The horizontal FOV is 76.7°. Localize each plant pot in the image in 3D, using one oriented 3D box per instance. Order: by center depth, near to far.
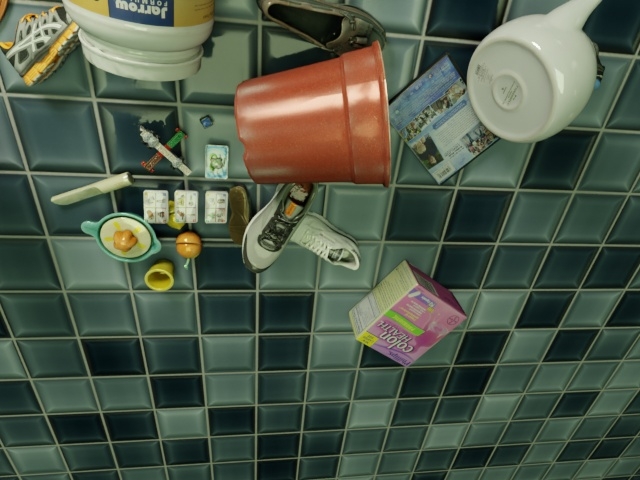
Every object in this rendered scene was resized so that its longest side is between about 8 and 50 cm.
[{"bbox_3d":[-0.011,-0.223,0.792,0.266,0.272,0.272,-6,122,5],"label":"plant pot"}]

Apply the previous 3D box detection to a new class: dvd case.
[{"bbox_3d":[0.282,-0.268,0.931,0.180,0.022,0.253,-39,118,15],"label":"dvd case"}]

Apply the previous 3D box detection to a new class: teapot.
[{"bbox_3d":[0.437,-0.327,0.806,0.187,0.256,0.252,-31,107,-15],"label":"teapot"}]

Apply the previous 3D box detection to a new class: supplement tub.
[{"bbox_3d":[-0.274,-0.435,0.614,0.229,0.228,0.316,7,132,-12],"label":"supplement tub"}]

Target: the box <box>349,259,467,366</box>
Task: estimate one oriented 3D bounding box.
[{"bbox_3d":[0.247,0.215,1.168,0.214,0.117,0.243,34,112,-25],"label":"box"}]

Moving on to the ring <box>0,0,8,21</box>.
[{"bbox_3d":[-0.699,-0.489,0.656,0.338,0.032,0.336,-4,121,-6],"label":"ring"}]

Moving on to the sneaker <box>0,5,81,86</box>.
[{"bbox_3d":[-0.489,-0.373,0.727,0.215,0.084,0.083,-35,115,14],"label":"sneaker"}]

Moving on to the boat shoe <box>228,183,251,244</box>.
[{"bbox_3d":[-0.188,-0.062,0.976,0.056,0.049,0.152,14,120,10],"label":"boat shoe"}]

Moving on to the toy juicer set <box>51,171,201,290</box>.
[{"bbox_3d":[-0.426,-0.031,0.941,0.209,0.089,0.329,-35,119,14],"label":"toy juicer set"}]

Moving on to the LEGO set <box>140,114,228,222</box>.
[{"bbox_3d":[-0.300,-0.159,0.903,0.183,0.060,0.244,-1,115,-19],"label":"LEGO set"}]

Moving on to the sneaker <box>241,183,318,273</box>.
[{"bbox_3d":[-0.094,-0.047,0.921,0.100,0.108,0.271,30,92,-17],"label":"sneaker"}]

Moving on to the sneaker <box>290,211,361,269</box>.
[{"bbox_3d":[0.000,0.000,1.016,0.235,0.094,0.090,22,118,-16],"label":"sneaker"}]

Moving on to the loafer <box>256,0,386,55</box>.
[{"bbox_3d":[0.009,-0.396,0.755,0.268,0.084,0.096,10,139,-24],"label":"loafer"}]

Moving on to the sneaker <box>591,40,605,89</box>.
[{"bbox_3d":[0.539,-0.401,0.866,0.188,0.067,0.078,35,82,-18],"label":"sneaker"}]
